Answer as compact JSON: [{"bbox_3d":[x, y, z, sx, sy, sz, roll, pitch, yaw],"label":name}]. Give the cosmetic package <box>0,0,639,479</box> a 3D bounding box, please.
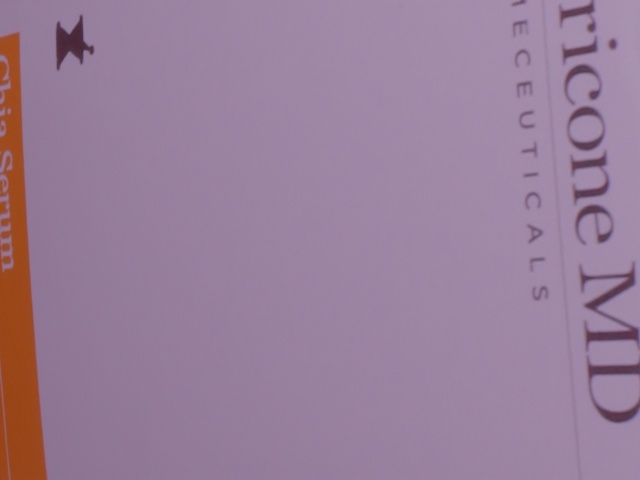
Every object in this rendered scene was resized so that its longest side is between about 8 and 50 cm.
[{"bbox_3d":[0.000,0.000,0.655,0.453,0.161,0.230,-6,87,47],"label":"cosmetic package"}]
